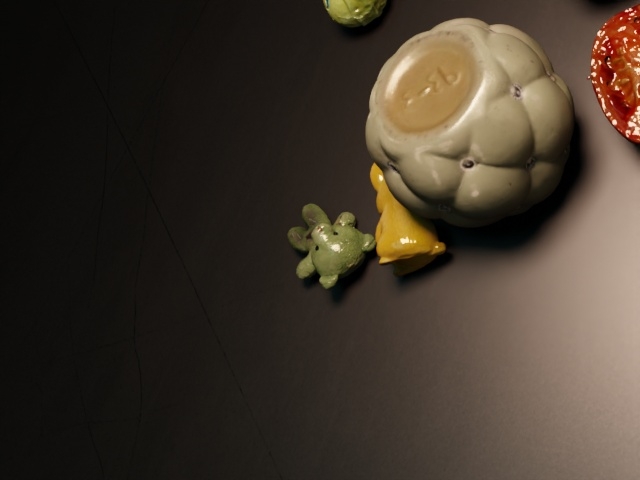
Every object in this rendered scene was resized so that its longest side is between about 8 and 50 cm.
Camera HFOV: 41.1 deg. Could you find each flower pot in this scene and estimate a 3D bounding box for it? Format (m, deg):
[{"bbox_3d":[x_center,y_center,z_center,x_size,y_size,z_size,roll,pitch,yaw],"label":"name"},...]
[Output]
[{"bbox_3d":[0.173,-0.137,1.004,0.246,0.195,0.246,-16,62,33],"label":"flower pot"}]

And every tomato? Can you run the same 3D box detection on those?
[{"bbox_3d":[0.390,-0.184,0.932,0.166,0.082,0.174,-32,58,27],"label":"tomato"}]

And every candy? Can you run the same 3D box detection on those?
[{"bbox_3d":[0.155,-0.415,1.233,0.335,0.092,0.093,-25,20,18],"label":"candy"}]

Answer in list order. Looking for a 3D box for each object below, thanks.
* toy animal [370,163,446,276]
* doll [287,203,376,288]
[{"bbox_3d":[0.105,-0.040,1.095,0.083,0.070,0.159,-24,58,21],"label":"toy animal"},{"bbox_3d":[0.000,0.000,1.163,0.115,0.077,0.150,-49,37,-4],"label":"doll"}]
